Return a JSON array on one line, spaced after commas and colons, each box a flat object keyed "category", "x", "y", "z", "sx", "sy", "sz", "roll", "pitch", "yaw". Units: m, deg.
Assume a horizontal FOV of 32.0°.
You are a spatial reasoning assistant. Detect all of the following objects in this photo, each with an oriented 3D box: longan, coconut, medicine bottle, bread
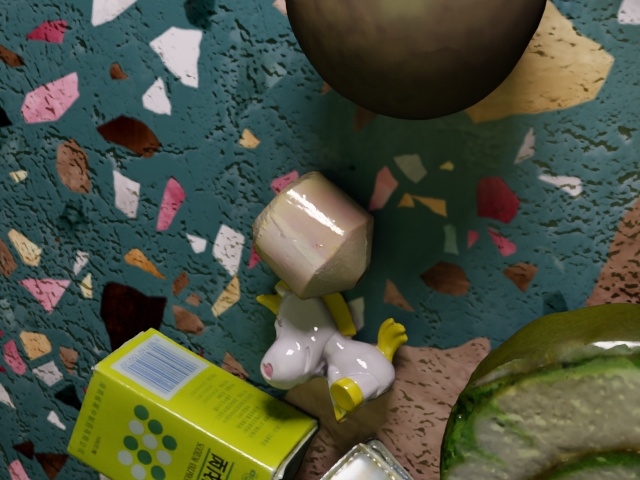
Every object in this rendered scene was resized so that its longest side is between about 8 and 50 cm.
[{"category": "longan", "x": 0.086, "y": -0.233, "z": 0.993, "sx": 0.248, "sy": 0.248, "sz": 0.248, "roll": 7, "pitch": 110, "yaw": 21}, {"category": "coconut", "x": 0.000, "y": 0.000, "z": 1.166, "sx": 0.122, "sy": 0.116, "sz": 0.116, "roll": 45, "pitch": 118, "yaw": 7}, {"category": "medicine bottle", "x": -0.146, "y": 0.226, "z": 1.290, "sx": 0.250, "sy": 0.141, "sz": 0.137, "roll": 28, "pitch": 114, "yaw": 13}, {"category": "bread", "x": 0.307, "y": 0.252, "z": 1.108, "sx": 0.366, "sy": 0.129, "sz": 0.382, "roll": -31, "pitch": 94, "yaw": 26}]

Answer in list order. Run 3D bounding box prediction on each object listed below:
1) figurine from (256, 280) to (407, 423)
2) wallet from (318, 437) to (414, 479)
[{"category": "figurine", "x": 0.001, "y": 0.116, "z": 1.227, "sx": 0.178, "sy": 0.109, "sz": 0.129, "roll": 29, "pitch": 90, "yaw": 13}, {"category": "wallet", "x": 0.086, "y": 0.392, "z": 1.218, "sx": 0.223, "sy": 0.077, "sz": 0.309, "roll": -42, "pitch": 85, "yaw": -14}]
